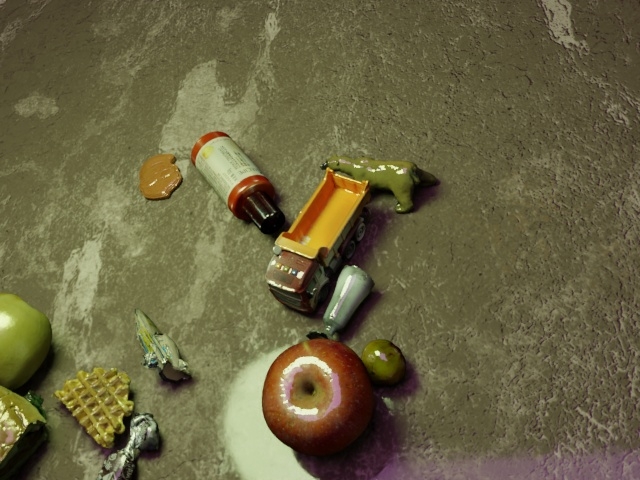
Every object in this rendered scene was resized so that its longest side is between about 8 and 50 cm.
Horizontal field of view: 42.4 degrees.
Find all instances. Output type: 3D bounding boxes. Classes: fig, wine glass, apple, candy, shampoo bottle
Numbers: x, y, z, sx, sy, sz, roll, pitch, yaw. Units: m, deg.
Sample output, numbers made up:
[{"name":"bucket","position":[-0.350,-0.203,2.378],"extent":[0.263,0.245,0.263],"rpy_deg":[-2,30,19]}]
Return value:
[{"name":"fig","position":[0.102,0.222,1.464],"extent":[0.098,0.082,0.084],"rpy_deg":[-38,88,10]},{"name":"wine glass","position":[0.038,0.127,1.547],"extent":[0.072,0.072,0.155],"rpy_deg":[17,64,26]},{"name":"apple","position":[0.000,0.268,1.413],"extent":[0.201,0.162,0.201],"rpy_deg":[-7,66,17]},{"name":"candy","position":[-0.367,0.413,1.495],"extent":[0.094,0.051,0.226],"rpy_deg":[12,59,36]},{"name":"shampoo bottle","position":[-0.168,-0.116,1.750],"extent":[0.104,0.104,0.278],"rpy_deg":[-36,55,-8]},{"name":"apple","position":[-0.630,0.201,1.634],"extent":[0.200,0.200,0.200],"rpy_deg":[-8,55,12]}]

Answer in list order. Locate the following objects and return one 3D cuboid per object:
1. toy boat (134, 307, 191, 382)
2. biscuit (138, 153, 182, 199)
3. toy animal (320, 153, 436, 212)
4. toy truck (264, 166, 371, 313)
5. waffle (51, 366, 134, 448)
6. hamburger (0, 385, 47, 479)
[{"name":"toy boat","position":[-0.323,0.198,1.611],"extent":[0.066,0.084,0.210],"rpy_deg":[-43,48,2]},{"name":"biscuit","position":[-0.367,-0.145,1.883],"extent":[0.102,0.019,0.130],"rpy_deg":[-20,55,5]},{"name":"toy animal","position":[0.115,-0.130,1.674],"extent":[0.219,0.101,0.103],"rpy_deg":[11,63,23]},{"name":"toy truck","position":[0.000,0.000,1.601],"extent":[0.114,0.135,0.270],"rpy_deg":[20,65,27]},{"name":"waffle","position":[-0.434,0.314,1.564],"extent":[0.192,0.046,0.160],"rpy_deg":[-4,51,26]},{"name":"hamburger","position":[-0.663,0.380,1.525],"extent":[0.211,0.132,0.309],"rpy_deg":[37,75,10]}]
